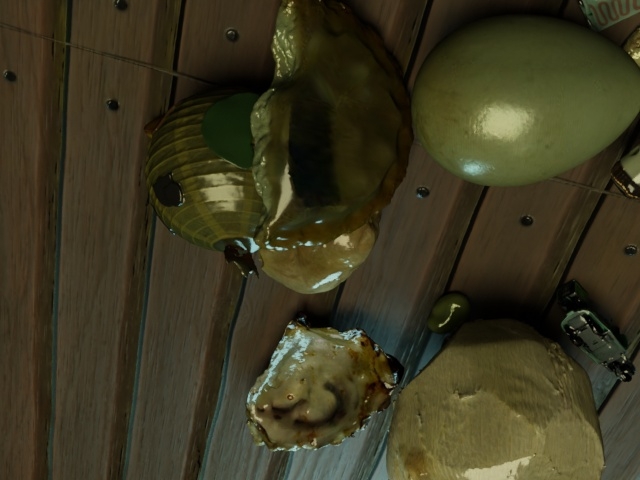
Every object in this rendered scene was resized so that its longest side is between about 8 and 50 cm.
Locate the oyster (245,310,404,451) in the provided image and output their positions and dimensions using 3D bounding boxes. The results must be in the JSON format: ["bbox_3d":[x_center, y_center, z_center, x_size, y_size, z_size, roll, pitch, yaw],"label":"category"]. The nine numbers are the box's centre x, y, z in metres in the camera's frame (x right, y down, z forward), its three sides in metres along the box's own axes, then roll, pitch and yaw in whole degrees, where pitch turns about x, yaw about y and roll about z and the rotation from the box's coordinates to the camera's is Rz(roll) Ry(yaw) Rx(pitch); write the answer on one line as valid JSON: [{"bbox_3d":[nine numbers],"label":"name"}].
[{"bbox_3d":[0.000,0.282,1.526,0.221,0.096,0.361,40,124,18],"label":"oyster"}]

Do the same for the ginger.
[{"bbox_3d":[0.000,0.000,1.322,0.267,0.138,0.152,-21,113,30],"label":"ginger"}]

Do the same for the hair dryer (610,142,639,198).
[{"bbox_3d":[0.511,-0.167,1.083,0.203,0.128,0.362,38,116,-16],"label":"hair dryer"}]

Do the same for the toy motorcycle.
[{"bbox_3d":[0.445,0.151,1.358,0.173,0.100,0.058,44,122,-15],"label":"toy motorcycle"}]

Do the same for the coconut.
[{"bbox_3d":[0.271,0.322,1.329,0.347,0.360,0.346,1,139,1],"label":"coconut"}]

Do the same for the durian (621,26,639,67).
[{"bbox_3d":[0.450,-0.260,1.115,0.130,0.052,0.066,-49,65,31],"label":"durian"}]

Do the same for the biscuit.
[{"bbox_3d":[0.005,-0.160,1.117,0.078,0.329,0.335,6,124,46],"label":"biscuit"}]

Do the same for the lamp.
[{"bbox_3d":[-0.123,-0.075,1.208,0.250,0.284,0.250,-6,158,-3],"label":"lamp"}]

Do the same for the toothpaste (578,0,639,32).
[{"bbox_3d":[0.433,-0.324,1.068,0.205,0.036,0.056,-20,120,28],"label":"toothpaste"}]

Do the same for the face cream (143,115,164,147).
[{"bbox_3d":[-0.218,-0.110,1.341,0.072,0.051,0.182,-12,122,21],"label":"face cream"}]

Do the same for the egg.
[{"bbox_3d":[0.264,-0.181,1.093,0.296,0.218,0.218,-8,123,2],"label":"egg"}]

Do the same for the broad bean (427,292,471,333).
[{"bbox_3d":[0.216,0.124,1.421,0.063,0.045,0.083,43,115,-3],"label":"broad bean"}]
